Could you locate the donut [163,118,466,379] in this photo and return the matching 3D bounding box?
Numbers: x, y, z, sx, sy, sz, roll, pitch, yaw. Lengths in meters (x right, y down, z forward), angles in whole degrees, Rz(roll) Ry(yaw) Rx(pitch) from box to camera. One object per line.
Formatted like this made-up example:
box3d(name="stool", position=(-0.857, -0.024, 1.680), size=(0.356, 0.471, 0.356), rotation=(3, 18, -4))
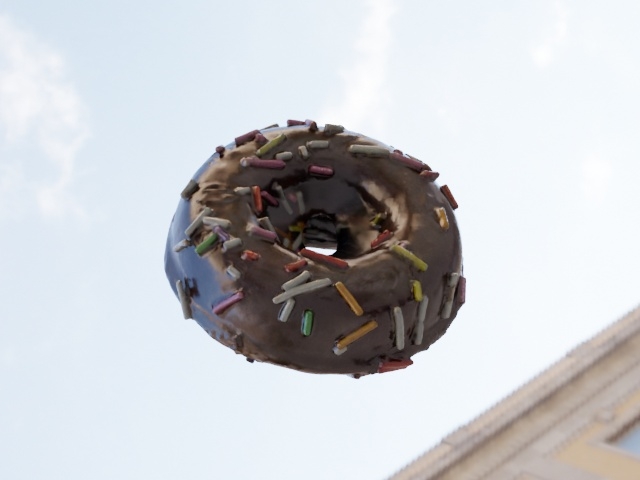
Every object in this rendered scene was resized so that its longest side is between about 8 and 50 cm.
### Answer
box3d(name="donut", position=(0.000, 0.000, 1.082), size=(0.269, 0.269, 0.103), rotation=(-33, -31, -34))
